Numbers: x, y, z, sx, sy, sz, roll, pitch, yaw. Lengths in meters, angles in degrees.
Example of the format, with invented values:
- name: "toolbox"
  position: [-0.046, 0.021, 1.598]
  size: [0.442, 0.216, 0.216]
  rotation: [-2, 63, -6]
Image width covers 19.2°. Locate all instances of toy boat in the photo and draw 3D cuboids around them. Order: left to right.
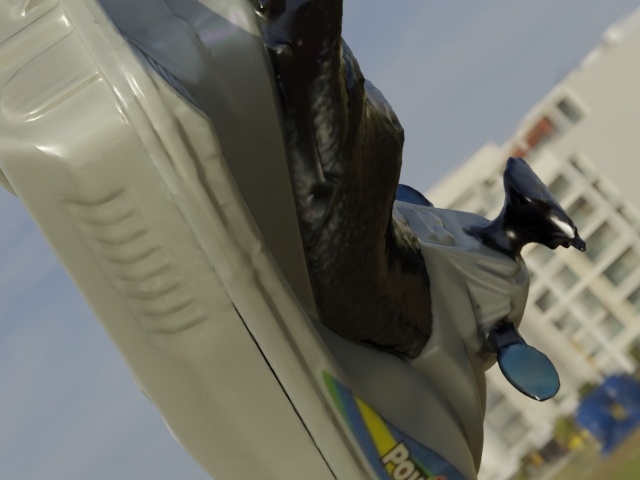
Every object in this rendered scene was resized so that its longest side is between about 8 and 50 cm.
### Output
- name: "toy boat"
  position: [-0.008, 0.001, 0.558]
  size: [0.141, 0.141, 0.269]
  rotation: [-43, -46, 5]
